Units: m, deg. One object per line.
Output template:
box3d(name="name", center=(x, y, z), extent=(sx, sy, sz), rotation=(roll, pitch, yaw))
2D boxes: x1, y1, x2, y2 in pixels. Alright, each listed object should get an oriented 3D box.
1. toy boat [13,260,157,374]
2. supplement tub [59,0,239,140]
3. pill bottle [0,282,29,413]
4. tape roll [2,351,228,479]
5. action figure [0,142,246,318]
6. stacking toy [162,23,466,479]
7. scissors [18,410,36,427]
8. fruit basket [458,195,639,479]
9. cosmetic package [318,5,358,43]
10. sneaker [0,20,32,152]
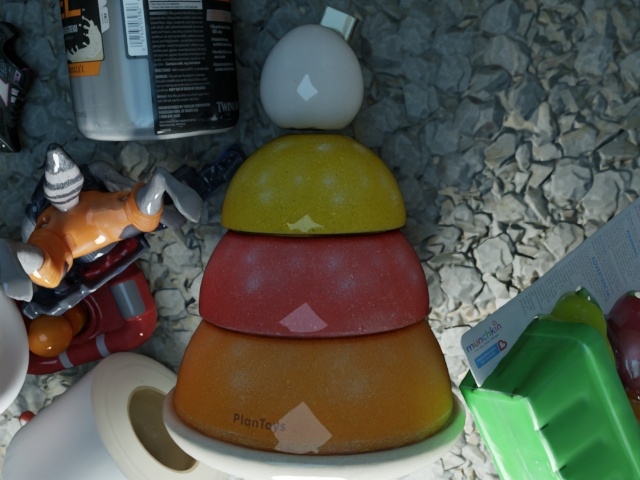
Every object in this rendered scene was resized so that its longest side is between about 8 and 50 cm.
box3d(name="toy boat", center=(-0.346, 0.108, 0.992), extent=(0.231, 0.151, 0.150), rotation=(-18, 102, 11))
box3d(name="supplement tub", center=(-0.199, -0.279, 0.847), extent=(0.194, 0.193, 0.315), rotation=(-2, 102, 8))
box3d(name="pill bottle", center=(-0.556, 0.168, 0.895), extent=(0.363, 0.210, 0.210), rotation=(-22, 101, 22))
box3d(name="tape roll", center=(-0.265, 0.295, 0.985), extent=(0.169, 0.246, 0.246), rotation=(-39, 97, 15))
box3d(name="action figure", center=(-0.245, -0.056, 0.873), extent=(0.341, 0.330, 0.178), rotation=(-41, 109, -15))
box3d(name="stacking toy", center=(0.000, 0.000, 0.843), extent=(0.351, 0.350, 0.479), rotation=(3, 98, 6))
box3d(name="scissors", center=(-0.381, 0.383, 1.136), extent=(0.109, 0.021, 0.297), rotation=(10, 126, 36))
box3d(name="fruit basket", center=(0.337, 0.163, 0.884), extent=(0.165, 0.353, 0.327), rotation=(-11, 109, 54))
box3d(name="cosmetic package", center=(0.007, -0.226, 0.907), extent=(0.041, 0.060, 0.115), rotation=(23, 108, -1))
box3d(name="sneaker", center=(-0.413, -0.200, 0.964), extent=(0.077, 0.072, 0.178), rotation=(-8, 110, -2))
